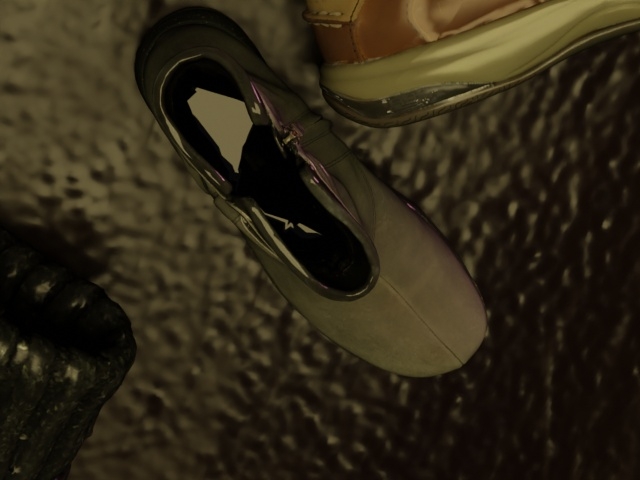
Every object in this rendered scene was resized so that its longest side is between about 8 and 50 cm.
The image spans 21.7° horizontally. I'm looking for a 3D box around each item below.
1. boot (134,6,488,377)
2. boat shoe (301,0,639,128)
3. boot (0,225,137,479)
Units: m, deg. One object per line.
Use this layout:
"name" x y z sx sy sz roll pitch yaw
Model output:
"boot" 0.000 0.000 0.781 0.083 0.161 0.246 -42 110 5
"boat shoe" 0.140 -0.161 0.778 0.324 0.122 0.119 -22 105 -2
"boot" -0.138 0.149 0.822 0.348 0.131 0.260 26 102 -16
